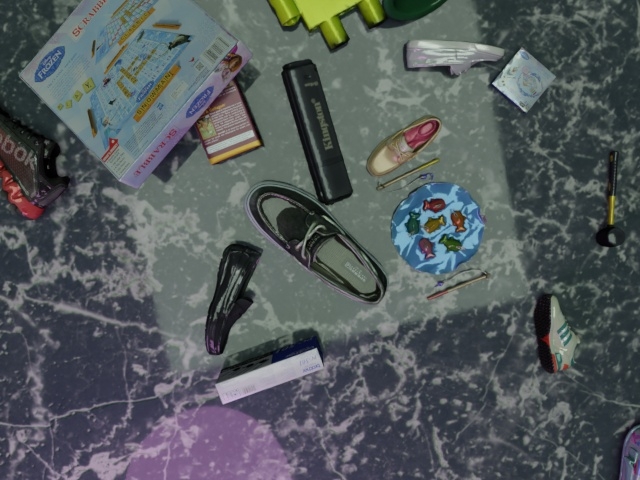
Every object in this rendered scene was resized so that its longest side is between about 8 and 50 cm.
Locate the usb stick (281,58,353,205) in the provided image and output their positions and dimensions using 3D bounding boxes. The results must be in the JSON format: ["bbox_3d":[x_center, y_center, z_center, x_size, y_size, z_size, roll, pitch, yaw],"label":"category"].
[{"bbox_3d":[-0.006,-0.206,1.358,0.077,0.045,0.278,-20,96,-26],"label":"usb stick"}]

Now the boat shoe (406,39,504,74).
[{"bbox_3d":[0.254,-0.347,1.349,0.184,0.066,0.063,2,107,-3],"label":"boat shoe"}]

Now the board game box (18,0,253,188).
[{"bbox_3d":[-0.336,-0.313,1.273,0.318,0.066,0.319,44,94,19],"label":"board game box"}]

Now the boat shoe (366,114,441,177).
[{"bbox_3d":[0.161,-0.184,1.364,0.170,0.059,0.063,-40,96,3],"label":"boat shoe"}]

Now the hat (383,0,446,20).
[{"bbox_3d":[0.162,-0.539,1.320,0.208,0.173,0.184,-20,66,-28],"label":"hat"}]

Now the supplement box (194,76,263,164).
[{"bbox_3d":[-0.191,-0.248,1.336,0.104,0.081,0.188,-21,97,2],"label":"supplement box"}]

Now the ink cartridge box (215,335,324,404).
[{"bbox_3d":[-0.097,0.252,1.387,0.207,0.097,0.046,-20,96,1],"label":"ink cartridge box"}]

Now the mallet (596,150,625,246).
[{"bbox_3d":[0.573,-0.079,1.386,0.039,0.062,0.190,3,96,-1],"label":"mallet"}]

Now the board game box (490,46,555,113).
[{"bbox_3d":[0.393,-0.310,1.376,0.090,0.020,0.090,39,94,-5],"label":"board game box"}]

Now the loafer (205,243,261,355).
[{"bbox_3d":[-0.171,0.119,1.380,0.078,0.076,0.224,14,92,5],"label":"loafer"}]

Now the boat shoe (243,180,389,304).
[{"bbox_3d":[0.000,0.000,1.350,0.335,0.119,0.121,35,94,-5],"label":"boat shoe"}]

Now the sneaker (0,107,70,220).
[{"bbox_3d":[-0.569,-0.182,1.326,0.135,0.097,0.276,-29,98,2],"label":"sneaker"}]

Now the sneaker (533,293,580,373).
[{"bbox_3d":[0.478,0.183,1.423,0.075,0.057,0.162,-8,95,-17],"label":"sneaker"}]

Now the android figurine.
[{"bbox_3d":[0.012,-0.508,1.328,0.248,0.056,0.273,-27,98,2],"label":"android figurine"}]

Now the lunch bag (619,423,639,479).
[{"bbox_3d":[0.713,0.505,1.433,0.223,0.108,0.280,6,95,1],"label":"lunch bag"}]

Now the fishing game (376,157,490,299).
[{"bbox_3d":[0.234,-0.021,1.395,0.189,0.041,0.264,-21,97,3],"label":"fishing game"}]
